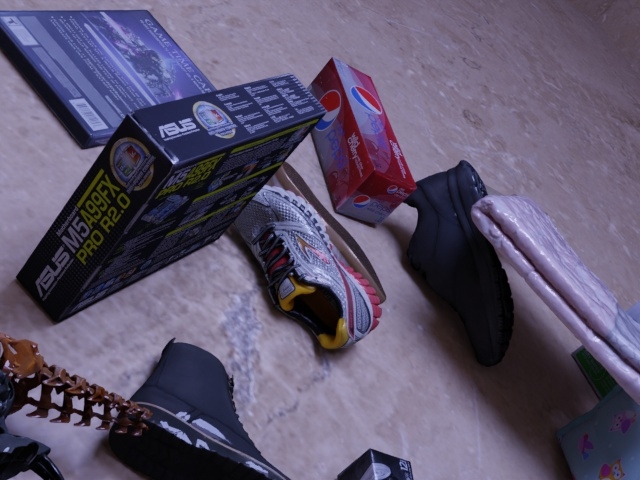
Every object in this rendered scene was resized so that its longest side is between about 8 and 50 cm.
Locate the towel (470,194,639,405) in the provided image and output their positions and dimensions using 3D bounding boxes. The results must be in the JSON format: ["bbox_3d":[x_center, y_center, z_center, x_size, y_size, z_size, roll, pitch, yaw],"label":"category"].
[{"bbox_3d":[0.341,0.060,1.149,0.317,0.053,0.332,49,16,12],"label":"towel"}]

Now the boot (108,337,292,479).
[{"bbox_3d":[-0.074,0.171,0.768,0.198,0.077,0.137,38,26,-11],"label":"boot"}]

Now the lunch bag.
[{"bbox_3d":[0.449,0.337,1.077,0.262,0.160,0.223,39,20,-15],"label":"lunch bag"}]

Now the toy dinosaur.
[{"bbox_3d":[-0.263,0.100,0.571,0.322,0.164,0.218,-7,37,-26],"label":"toy dinosaur"}]

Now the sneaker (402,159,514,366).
[{"bbox_3d":[0.190,0.038,1.207,0.109,0.130,0.286,27,49,-66],"label":"sneaker"}]

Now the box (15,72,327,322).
[{"bbox_3d":[-0.132,-0.049,0.824,0.060,0.216,0.270,47,32,7],"label":"box"}]

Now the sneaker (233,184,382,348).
[{"bbox_3d":[-0.025,0.027,0.981,0.225,0.088,0.093,47,32,6],"label":"sneaker"}]

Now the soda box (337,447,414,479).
[{"bbox_3d":[0.060,0.281,0.795,0.053,0.060,0.169,24,36,-28],"label":"soda box"}]

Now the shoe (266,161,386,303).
[{"bbox_3d":[0.000,0.000,1.083,0.219,0.058,0.076,51,11,6],"label":"shoe"}]

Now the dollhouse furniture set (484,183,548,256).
[{"bbox_3d":[0.255,0.007,1.360,0.182,0.101,0.161,25,60,-29],"label":"dollhouse furniture set"}]

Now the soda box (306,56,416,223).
[{"bbox_3d":[0.051,-0.150,1.279,0.083,0.092,0.263,20,38,-35],"label":"soda box"}]

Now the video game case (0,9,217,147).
[{"bbox_3d":[-0.249,-0.210,1.072,0.196,0.026,0.274,49,30,10],"label":"video game case"}]

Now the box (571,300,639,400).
[{"bbox_3d":[0.573,0.162,1.369,0.262,0.231,0.126,9,45,-44],"label":"box"}]
